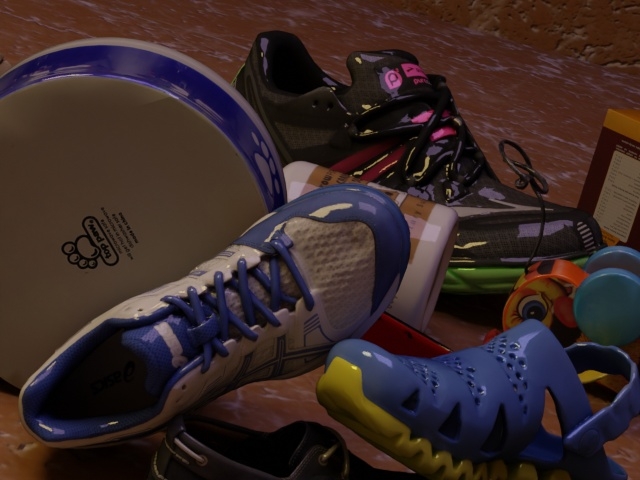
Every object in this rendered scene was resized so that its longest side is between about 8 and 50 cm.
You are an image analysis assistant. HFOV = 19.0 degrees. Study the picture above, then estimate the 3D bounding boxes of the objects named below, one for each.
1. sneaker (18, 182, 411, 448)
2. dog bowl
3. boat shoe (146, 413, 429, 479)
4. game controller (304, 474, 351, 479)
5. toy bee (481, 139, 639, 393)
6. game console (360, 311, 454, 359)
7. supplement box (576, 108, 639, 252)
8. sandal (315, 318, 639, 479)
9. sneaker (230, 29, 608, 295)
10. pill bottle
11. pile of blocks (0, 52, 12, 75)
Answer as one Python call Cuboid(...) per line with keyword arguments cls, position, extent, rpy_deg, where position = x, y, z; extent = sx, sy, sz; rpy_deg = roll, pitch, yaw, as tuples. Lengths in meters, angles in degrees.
Cuboid(cls="sneaker", position=(-0.071, 0.065, 1.299), extent=(0.112, 0.296, 0.131), rpy_deg=(58, 14, 3))
Cuboid(cls="dog bowl", position=(-0.159, -0.012, 1.421), extent=(0.265, 0.265, 0.104), rpy_deg=(15, 19, -3))
Cuboid(cls="boat shoe", position=(-0.005, 0.166, 1.321), extent=(0.233, 0.079, 0.084), rpy_deg=(9, 17, -23))
Cuboid(cls="game controller", position=(0.125, 0.230, 1.243), extent=(0.319, 0.067, 0.166), rpy_deg=(12, 21, -13))
Cuboid(cls="toy bee", position=(0.234, 0.071, 1.747), extent=(0.298, 0.162, 0.195), rpy_deg=(50, 21, 18))
Cuboid(cls="game console", position=(0.090, 0.097, 1.595), extent=(0.144, 0.085, 0.124), rpy_deg=(30, 23, 37))
Cuboid(cls="supplement box", position=(0.381, -0.015, 1.999), extent=(0.191, 0.194, 0.129), rpy_deg=(30, 22, 38))
Cuboid(cls="sandal", position=(0.124, 0.114, 1.371), extent=(0.317, 0.138, 0.126), rpy_deg=(22, 6, -46))
Cuboid(cls="sneaker", position=(0.076, -0.082, 1.936), extent=(0.483, 0.202, 0.185), rpy_deg=(26, 21, 30))
Cuboid(cls="pill bottle", position=(0.000, 0.000, 1.740), extent=(0.229, 0.131, 0.131), rpy_deg=(18, 18, 8))
Cuboid(cls="pile of blocks", position=(-0.404, -0.129, 1.886), extent=(0.362, 0.149, 0.112), rpy_deg=(21, 59, 45))
